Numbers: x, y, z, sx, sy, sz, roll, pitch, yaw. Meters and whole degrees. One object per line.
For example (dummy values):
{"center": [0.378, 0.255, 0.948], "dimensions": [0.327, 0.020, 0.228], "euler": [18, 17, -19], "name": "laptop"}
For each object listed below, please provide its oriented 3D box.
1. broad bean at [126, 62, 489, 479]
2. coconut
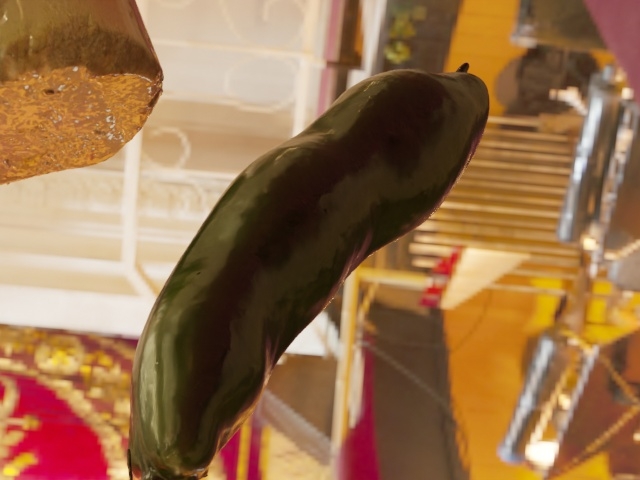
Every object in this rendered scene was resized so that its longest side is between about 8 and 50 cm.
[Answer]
{"center": [-0.003, -0.003, 0.463], "dimensions": [0.046, 0.065, 0.254], "euler": [-39, 9, 47], "name": "broad bean"}
{"center": [-0.131, -0.093, 0.543], "dimensions": [0.116, 0.116, 0.122], "euler": [100, 150, -63], "name": "coconut"}
